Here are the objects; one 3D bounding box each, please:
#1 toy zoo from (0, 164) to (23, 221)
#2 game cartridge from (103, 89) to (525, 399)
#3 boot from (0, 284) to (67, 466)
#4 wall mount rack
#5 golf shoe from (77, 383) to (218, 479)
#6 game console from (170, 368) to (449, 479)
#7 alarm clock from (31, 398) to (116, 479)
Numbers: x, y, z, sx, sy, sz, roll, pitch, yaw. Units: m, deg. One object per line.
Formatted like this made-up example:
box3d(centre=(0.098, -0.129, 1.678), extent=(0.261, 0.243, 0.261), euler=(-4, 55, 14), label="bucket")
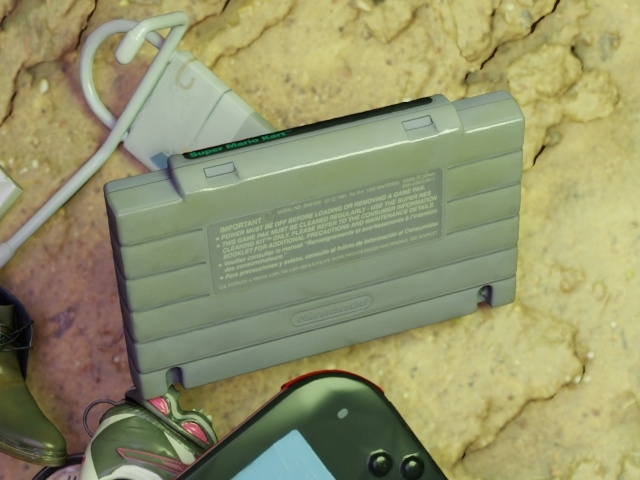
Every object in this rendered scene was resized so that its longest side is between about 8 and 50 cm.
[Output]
box3d(centre=(-0.422, -0.058, 1.731), extent=(0.192, 0.030, 0.293), euler=(-41, 79, -1), label="toy zoo")
box3d(centre=(0.000, 0.000, 1.533), extent=(0.355, 0.230, 0.068), euler=(-14, 39, -13), label="game cartridge")
box3d(centre=(-0.295, 0.110, 1.631), extent=(0.219, 0.082, 0.106), euler=(35, 107, 27), label="boot")
box3d(centre=(-0.141, -0.028, 1.648), extent=(0.350, 0.130, 0.304), euler=(41, 119, 12), label="wall mount rack")
box3d(centre=(-0.085, 0.240, 1.580), extent=(0.273, 0.105, 0.120), euler=(30, 53, 4), label="golf shoe")
box3d(centre=(-0.030, 0.335, 1.504), extent=(0.386, 0.060, 0.342), euler=(-38, 96, -12), label="game console")
box3d(centre=(-0.206, 0.241, 1.641), extent=(0.129, 0.064, 0.192), euler=(6, 85, 8), label="alarm clock")
